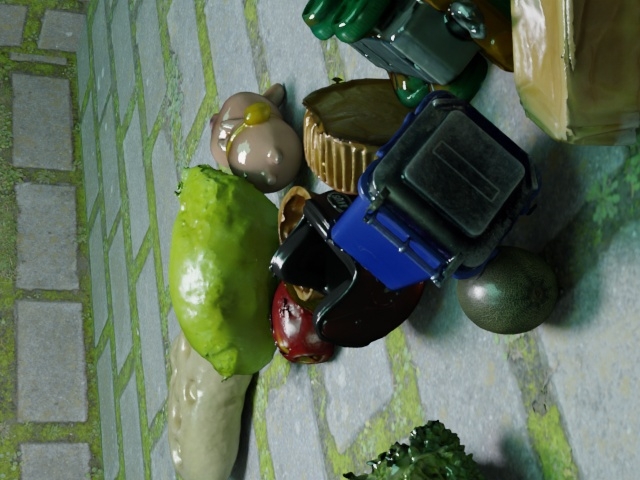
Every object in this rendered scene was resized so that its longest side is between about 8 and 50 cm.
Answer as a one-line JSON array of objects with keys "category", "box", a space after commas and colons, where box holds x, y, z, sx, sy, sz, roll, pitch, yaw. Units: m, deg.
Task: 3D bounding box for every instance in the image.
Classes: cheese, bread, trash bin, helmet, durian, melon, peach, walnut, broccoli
[{"category": "cheese", "box": [-0.210, 0.303, 2.051, 0.351, 0.130, 0.328, 131, 139, -59]}, {"category": "bread", "box": [0.071, -0.130, 1.365, 0.199, 0.199, 0.104, -120, 25, -52]}, {"category": "trash bin", "box": [0.105, -0.030, 1.151, 0.184, 0.162, 0.234, -50, 4, -22]}, {"category": "bread", "box": [0.244, -0.214, 0.977, 0.136, 0.107, 0.241, -115, 13, -60]}, {"category": "helmet", "box": [0.043, 0.033, 1.389, 0.189, 0.193, 0.216, 53, 164, 52]}, {"category": "durian", "box": [-0.146, 0.059, 1.794, 0.205, 0.256, 0.339, -12, 56, 27]}, {"category": "melon", "box": [0.199, 0.053, 1.139, 0.131, 0.098, 0.098, -165, 78, -70]}, {"category": "peach", "box": [-0.033, 0.119, 1.698, 0.127, 0.093, 0.172, 116, 146, -49]}, {"category": "walnut", "box": [0.001, -0.001, 1.633, 0.211, 0.087, 0.167, -121, 33, -56]}, {"category": "broccoli", "box": [0.089, 0.348, 1.210, 0.235, 0.260, 0.288, 25, 110, 29]}]

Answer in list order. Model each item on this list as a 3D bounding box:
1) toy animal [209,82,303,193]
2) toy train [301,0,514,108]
[{"category": "toy animal", "box": [-0.111, -0.174, 1.859, 0.165, 0.149, 0.248, -59, 25, 20]}, {"category": "toy train", "box": [0.131, -0.293, 1.209, 0.249, 0.178, 0.429, -54, 17, 4]}]
